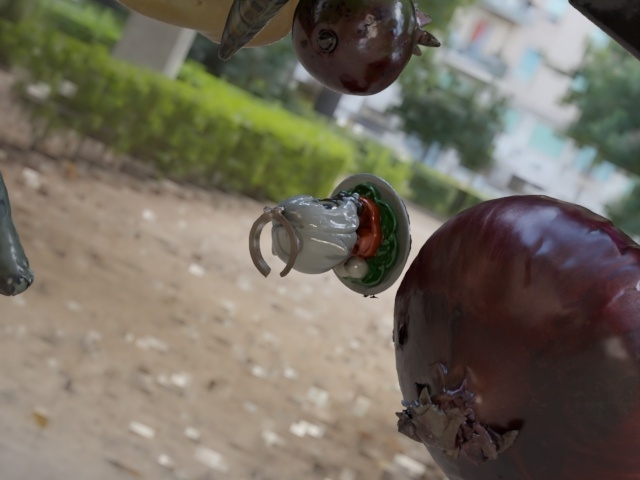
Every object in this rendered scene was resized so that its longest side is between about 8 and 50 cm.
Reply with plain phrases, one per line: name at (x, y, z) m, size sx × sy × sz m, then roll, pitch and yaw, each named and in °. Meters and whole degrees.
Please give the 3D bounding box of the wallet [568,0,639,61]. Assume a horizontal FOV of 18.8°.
wallet at (0.411, -0.189, 1.900) m, size 0.321 × 0.170 × 0.044 m, roll 39°, pitch 46°, yaw -7°

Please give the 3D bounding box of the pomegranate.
pomegranate at (0.043, -0.203, 1.938) m, size 0.129 × 0.129 × 0.159 m, roll 27°, pitch 0°, yaw 30°

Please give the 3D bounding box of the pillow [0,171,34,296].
pillow at (-0.345, -0.042, 1.839) m, size 0.051 × 0.093 × 0.241 m, roll 91°, pitch -21°, yaw -62°

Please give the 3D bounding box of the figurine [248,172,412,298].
figurine at (0.000, 0.000, 1.972) m, size 0.154 × 0.132 × 0.132 m, roll -5°, pitch 25°, yaw -43°

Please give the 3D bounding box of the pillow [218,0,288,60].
pillow at (-0.018, -0.295, 1.857) m, size 0.052 × 0.208 × 0.212 m, roll 30°, pitch -34°, yaw -12°

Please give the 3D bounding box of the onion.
onion at (0.193, 0.137, 1.859) m, size 0.348 × 0.347 × 0.285 m, roll 28°, pitch 38°, yaw 36°

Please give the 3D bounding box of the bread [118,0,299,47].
bread at (-0.120, -0.451, 2.234) m, size 0.348 × 0.376 × 0.253 m, roll 30°, pitch -40°, yaw -22°
